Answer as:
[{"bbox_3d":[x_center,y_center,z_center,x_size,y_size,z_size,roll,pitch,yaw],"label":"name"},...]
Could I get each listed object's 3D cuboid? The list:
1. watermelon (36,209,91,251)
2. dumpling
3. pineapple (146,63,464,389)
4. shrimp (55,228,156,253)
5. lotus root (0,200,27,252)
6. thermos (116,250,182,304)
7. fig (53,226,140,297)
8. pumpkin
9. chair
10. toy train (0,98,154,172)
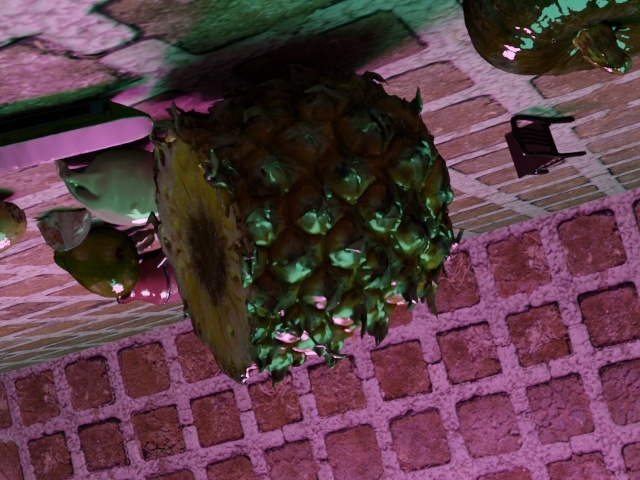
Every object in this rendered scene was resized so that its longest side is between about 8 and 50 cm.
[{"bbox_3d":[-0.391,-0.028,1.560,0.085,0.085,0.061,-15,143,2],"label":"watermelon"},{"bbox_3d":[-0.245,-0.069,1.303,0.169,0.100,0.134,-11,-174,-10],"label":"dumpling"},{"bbox_3d":[-0.015,-0.027,1.136,0.300,0.352,0.352,-22,175,-18],"label":"pineapple"},{"bbox_3d":[-0.389,0.014,1.840,0.223,0.047,0.126,-18,162,33],"label":"shrimp"},{"bbox_3d":[-0.485,-0.003,1.387,0.183,0.077,0.090,-18,171,12],"label":"lotus root"},{"bbox_3d":[-0.279,0.069,2.175,0.330,0.109,0.136,-10,171,-30],"label":"thermos"},{"bbox_3d":[-0.391,0.038,1.742,0.156,0.123,0.123,-5,175,13],"label":"fig"},{"bbox_3d":[0.231,-0.214,0.895,0.219,0.162,0.219,-15,168,-3],"label":"pumpkin"},{"bbox_3d":[0.363,-0.165,1.786,0.212,0.084,0.101,-7,165,-45],"label":"chair"},{"bbox_3d":[-0.284,-0.115,1.081,0.209,0.042,0.044,-14,151,-8],"label":"toy train"}]
